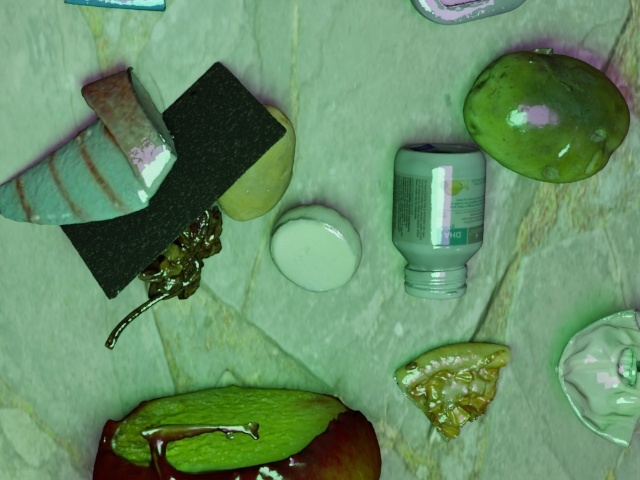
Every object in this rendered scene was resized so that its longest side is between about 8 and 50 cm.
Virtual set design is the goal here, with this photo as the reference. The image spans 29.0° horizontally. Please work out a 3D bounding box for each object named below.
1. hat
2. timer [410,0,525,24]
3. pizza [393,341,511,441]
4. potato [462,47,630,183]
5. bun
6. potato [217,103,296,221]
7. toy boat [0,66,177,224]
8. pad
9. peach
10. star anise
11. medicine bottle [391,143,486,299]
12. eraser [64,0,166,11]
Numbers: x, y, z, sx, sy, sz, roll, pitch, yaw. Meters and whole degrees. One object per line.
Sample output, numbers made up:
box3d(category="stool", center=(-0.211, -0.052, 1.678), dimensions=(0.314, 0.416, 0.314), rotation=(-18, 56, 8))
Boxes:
box3d(category="hat", center=(0.495, 0.195, 1.943), dimensions=(0.226, 0.164, 0.220), rotation=(-8, 106, -48))
box3d(category="timer", center=(0.207, -0.420, 1.769), dimensions=(0.190, 0.069, 0.209), rotation=(-14, 105, -6))
box3d(category="pizza", center=(0.202, 0.236, 1.909), dimensions=(0.182, 0.062, 0.161), rotation=(0, 103, -11))
box3d(category="potato", center=(0.332, -0.182, 1.799), dimensions=(0.228, 0.148, 0.197), rotation=(36, 67, -9))
box3d(category="bun", center=(0.000, 0.000, 1.812), dimensions=(0.138, 0.094, 0.138), rotation=(12, 127, 16))
box3d(category="potato", center=(-0.094, -0.112, 1.757), dimensions=(0.118, 0.109, 0.178), rotation=(-3, 130, -26))
box3d(category="toy boat", center=(-0.339, -0.097, 1.720), dimensions=(0.282, 0.096, 0.206), rotation=(-31, 72, 9))
box3d(category="pad", center=(-0.212, -0.087, 1.710), dimensions=(0.330, 0.220, 0.004), rotation=(-43, 136, 2))
box3d(category="peach", center=(-0.114, 0.373, 1.745), dimensions=(0.405, 0.335, 0.310), rotation=(-3, 99, -13))
box3d(category="star anise", center=(-0.208, 0.044, 1.756), dimensions=(0.073, 0.177, 0.234), rotation=(37, 111, 19))
box3d(category="medicine bottle", center=(0.172, -0.028, 1.810), dimensions=(0.135, 0.135, 0.215), rotation=(-1, 101, -9))
box3d(category="eraser", center=(-0.274, -0.475, 1.693), dimensions=(0.144, 0.042, 0.312), rotation=(3, 101, -9))
